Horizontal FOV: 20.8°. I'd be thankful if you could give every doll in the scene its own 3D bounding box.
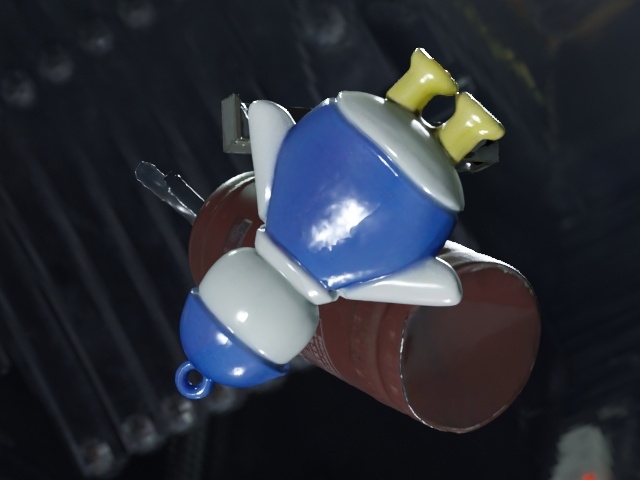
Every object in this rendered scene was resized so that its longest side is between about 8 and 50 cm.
[{"bbox_3d":[0.000,0.000,0.590,0.099,0.143,0.057,42,-174,11],"label":"doll"}]

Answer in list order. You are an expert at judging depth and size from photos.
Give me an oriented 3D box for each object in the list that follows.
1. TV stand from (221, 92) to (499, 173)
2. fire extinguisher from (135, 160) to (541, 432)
[{"bbox_3d":[0.037,-0.095,1.535,0.256,0.040,0.049,3,-104,-26],"label":"TV stand"},{"bbox_3d":[-0.004,0.019,1.197,0.114,0.337,0.135,-53,-54,-10],"label":"fire extinguisher"}]
